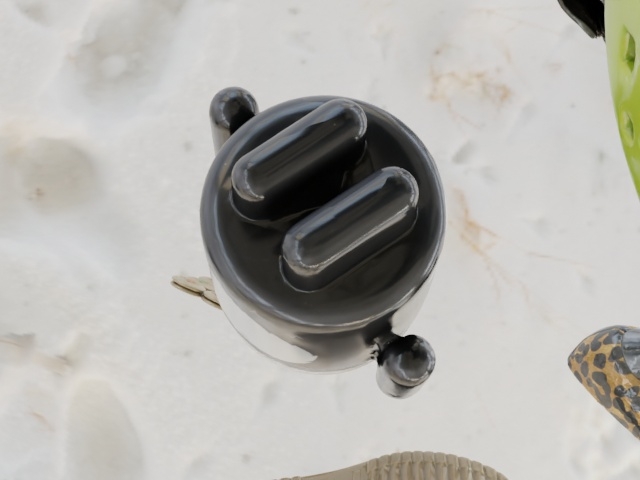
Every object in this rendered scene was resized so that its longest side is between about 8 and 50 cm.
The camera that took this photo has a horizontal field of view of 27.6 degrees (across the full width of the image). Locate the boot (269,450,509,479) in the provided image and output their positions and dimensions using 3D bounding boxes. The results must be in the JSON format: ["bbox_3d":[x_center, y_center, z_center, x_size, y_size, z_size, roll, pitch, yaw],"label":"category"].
[{"bbox_3d":[0.064,0.296,1.152,0.090,0.248,0.207,-64,144,-60],"label":"boot"}]

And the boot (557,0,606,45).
[{"bbox_3d":[0.233,-0.273,1.195,0.246,0.083,0.161,37,38,-17],"label":"boot"}]

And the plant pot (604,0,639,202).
[{"bbox_3d":[0.238,-0.137,0.561,0.227,0.228,0.207,-15,62,-14],"label":"plant pot"}]

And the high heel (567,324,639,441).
[{"bbox_3d":[0.321,0.203,1.185,0.093,0.186,0.261,-18,102,-44],"label":"high heel"}]

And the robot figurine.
[{"bbox_3d":[-0.001,0.003,0.943,0.173,0.278,0.209,4,73,0],"label":"robot figurine"}]

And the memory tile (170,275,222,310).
[{"bbox_3d":[-0.074,0.068,1.309,0.148,0.113,0.012,25,95,16],"label":"memory tile"}]
